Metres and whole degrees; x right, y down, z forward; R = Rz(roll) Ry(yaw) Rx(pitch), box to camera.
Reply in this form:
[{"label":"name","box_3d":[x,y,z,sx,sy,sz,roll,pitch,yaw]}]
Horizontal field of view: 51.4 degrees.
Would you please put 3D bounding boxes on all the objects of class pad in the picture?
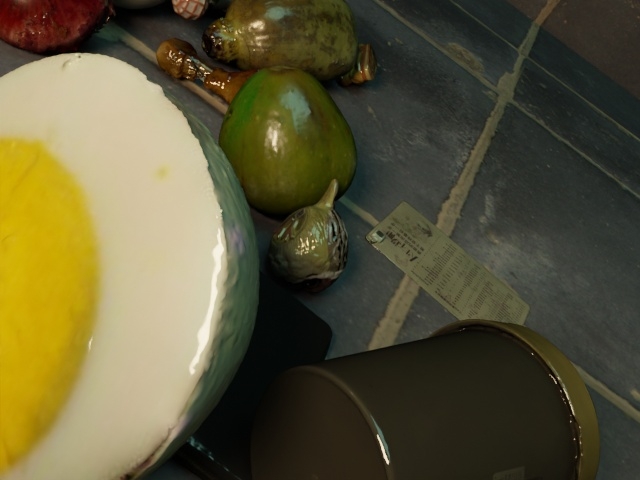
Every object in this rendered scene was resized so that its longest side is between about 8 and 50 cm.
[{"label":"pad","box_3d":[0.198,0.049,0.997,0.265,0.009,0.159,41,37,6]}]

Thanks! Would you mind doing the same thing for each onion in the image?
[{"label":"onion","box_3d":[-0.353,-0.333,0.845,0.184,0.147,0.183,7,74,-26]}]

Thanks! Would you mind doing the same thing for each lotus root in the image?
[{"label":"lotus root","box_3d":[-0.053,-0.333,1.096,0.309,0.173,0.173,-21,64,-45]}]

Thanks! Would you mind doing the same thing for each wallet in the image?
[{"label":"wallet","box_3d":[-0.078,0.133,0.662,0.149,0.044,0.250,37,37,-8]}]

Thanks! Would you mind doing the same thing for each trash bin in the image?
[{"label":"trash bin","box_3d":[0.118,0.185,0.619,0.334,0.214,0.214,-2,51,-39]}]

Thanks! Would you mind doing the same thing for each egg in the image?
[{"label":"egg","box_3d":[-0.165,0.033,0.516,0.337,0.337,0.201,56,14,23]}]

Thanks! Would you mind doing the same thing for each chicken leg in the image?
[{"label":"chicken leg","box_3d":[-0.123,-0.223,0.983,0.252,0.087,0.107,26,16,-3]}]

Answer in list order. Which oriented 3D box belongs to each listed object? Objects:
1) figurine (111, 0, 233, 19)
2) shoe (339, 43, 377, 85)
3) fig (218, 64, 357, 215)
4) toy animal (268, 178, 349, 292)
[{"label":"figurine","box_3d":[-0.246,-0.443,1.051,0.370,0.167,0.281,-7,64,-52]},{"label":"shoe","box_3d":[0.067,-0.333,1.249,0.072,0.069,0.109,50,29,-53]},{"label":"fig","box_3d":[-0.043,-0.131,0.869,0.181,0.191,0.181,-3,28,2]},{"label":"toy animal","box_3d":[0.000,0.000,0.808,0.098,0.098,0.137,38,74,2]}]
